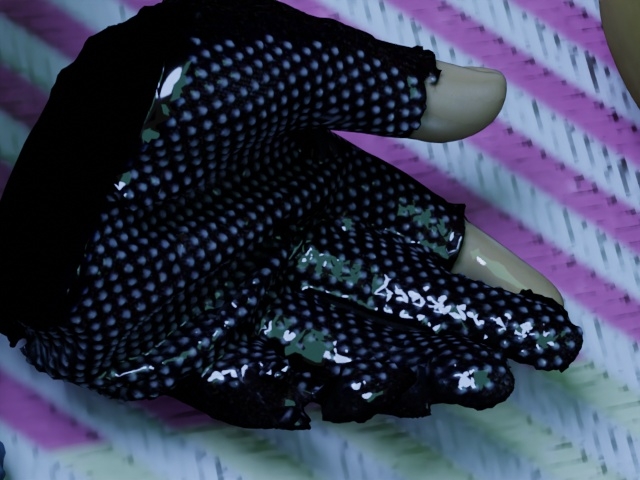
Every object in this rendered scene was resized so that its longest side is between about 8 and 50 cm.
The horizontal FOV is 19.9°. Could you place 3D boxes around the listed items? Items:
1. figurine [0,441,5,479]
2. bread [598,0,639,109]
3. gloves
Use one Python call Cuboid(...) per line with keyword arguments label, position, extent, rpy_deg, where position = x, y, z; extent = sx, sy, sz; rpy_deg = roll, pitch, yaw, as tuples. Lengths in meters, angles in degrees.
Cuboid(label="figurine", position=(-0.126, 0.043, 0.540), extent=(0.077, 0.079, 0.136), rpy_deg=(-10, 65, -48))
Cuboid(label="bread", position=(0.196, -0.096, 0.648), extent=(0.217, 0.098, 0.147), rpy_deg=(-35, 81, -19))
Cuboid(label="gloves", position=(-0.002, 0.002, 0.584), extent=(0.181, 0.106, 0.129), rpy_deg=(23, 65, -34))
